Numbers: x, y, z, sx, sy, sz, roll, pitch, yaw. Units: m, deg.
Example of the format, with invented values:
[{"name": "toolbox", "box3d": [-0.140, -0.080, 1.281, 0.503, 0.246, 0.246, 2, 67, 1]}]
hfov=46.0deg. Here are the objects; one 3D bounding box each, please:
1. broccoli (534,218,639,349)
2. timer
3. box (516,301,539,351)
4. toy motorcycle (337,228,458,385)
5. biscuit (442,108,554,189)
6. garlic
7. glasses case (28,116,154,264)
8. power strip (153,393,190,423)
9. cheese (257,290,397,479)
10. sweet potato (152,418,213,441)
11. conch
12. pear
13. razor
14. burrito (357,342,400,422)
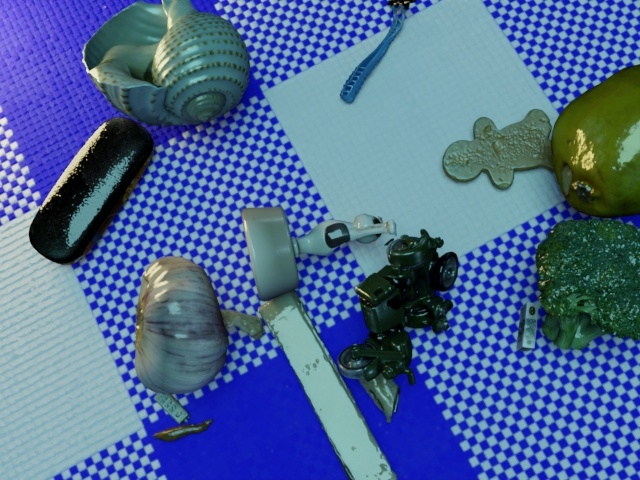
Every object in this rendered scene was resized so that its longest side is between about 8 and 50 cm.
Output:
[{"name": "broccoli", "box3d": [0.482, 0.078, 1.317, 0.261, 0.269, 0.242, 12, 111, -14]}, {"name": "timer", "box3d": [0.000, 0.000, 1.394, 0.265, 0.175, 0.175, -12, 75, -4]}, {"name": "box", "box3d": [0.379, 0.159, 1.379, 0.024, 0.054, 0.083, 9, 76, 2]}, {"name": "toy motorcycle", "box3d": [0.139, 0.117, 1.319, 0.127, 0.205, 0.275, 19, 46, 42]}, {"name": "biscuit", "box3d": [0.353, -0.175, 1.481, 0.234, 0.030, 0.153, -18, 74, -1]}, {"name": "garlic", "box3d": [-0.210, 0.156, 1.358, 0.253, 0.245, 0.245, 4, 73, -28]}, {"name": "glasses case", "box3d": [-0.450, -0.100, 1.488, 0.122, 0.082, 0.321, 29, 78, 9]}, {"name": "power strip", "box3d": [-0.275, 0.310, 1.402, 0.083, 0.017, 0.027, 40, 83, 14]}, {"name": "cheese", "box3d": [0.010, 0.276, 1.385, 0.085, 0.034, 0.400, -28, 76, -8]}, {"name": "sweet potato", "box3d": [-0.253, 0.352, 1.386, 0.115, 0.026, 0.026, -12, 75, -1]}, {"name": "conch", "box3d": [-0.294, -0.339, 1.480, 0.302, 0.215, 0.319, -19, 43, -7]}, {"name": "pear", "box3d": [0.554, -0.179, 1.349, 0.269, 0.269, 0.321, 34, 58, 11]}, {"name": "razor", "box3d": [0.116, -0.392, 1.549, 0.082, 0.042, 0.253, 19, 74, 52]}, {"name": "burrito", "box3d": [0.103, 0.257, 1.378, 0.055, 0.041, 0.149, -37, 79, 8]}]
